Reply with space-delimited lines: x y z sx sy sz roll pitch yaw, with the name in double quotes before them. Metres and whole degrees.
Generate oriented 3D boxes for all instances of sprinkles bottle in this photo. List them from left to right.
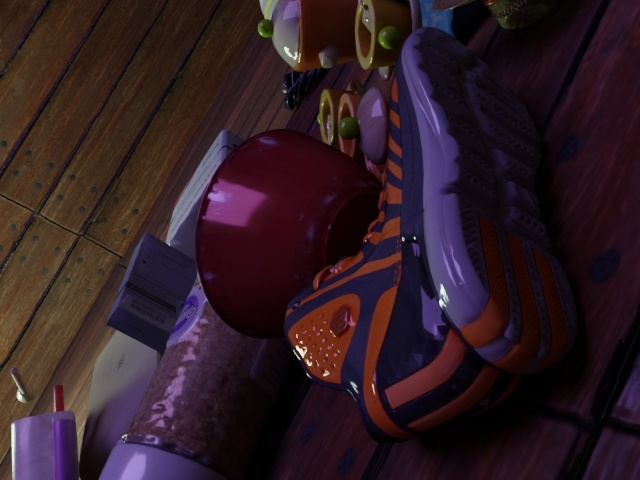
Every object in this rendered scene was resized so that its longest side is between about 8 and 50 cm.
"sprinkles bottle" -0.082 0.097 0.702 0.121 0.121 0.355 -34 29 53

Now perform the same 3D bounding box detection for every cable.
"cable" -0.020 -0.321 1.343 0.184 0.047 0.150 -41 25 43

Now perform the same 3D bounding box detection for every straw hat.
"straw hat" 0.171 -0.216 0.626 0.144 0.061 0.144 -35 22 16

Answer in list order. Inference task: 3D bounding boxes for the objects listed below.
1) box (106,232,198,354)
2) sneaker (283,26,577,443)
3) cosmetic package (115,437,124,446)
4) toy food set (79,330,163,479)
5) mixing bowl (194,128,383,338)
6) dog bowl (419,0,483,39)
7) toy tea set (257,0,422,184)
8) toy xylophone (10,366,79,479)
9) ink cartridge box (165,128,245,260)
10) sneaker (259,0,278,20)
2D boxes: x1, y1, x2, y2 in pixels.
"box" -0.199 0.081 1.004 0.038 0.145 0.186 -49 20 24
"sneaker" 0.053 -0.011 0.505 0.180 0.124 0.321 -44 23 36
"cosmetic package" -0.177 0.245 0.813 0.239 0.060 0.099 -40 23 46
"toy food set" -0.250 0.194 1.087 0.220 0.092 0.306 -51 27 22
"mixing bowl" 0.000 0.000 0.601 0.098 0.181 0.181 8 66 45
"dog bowl" 0.160 -0.299 0.771 0.297 0.074 0.166 -43 23 40
"toy tea set" 0.015 -0.160 0.739 0.336 0.124 0.200 -129 36 -70
"toy xylophone" -0.398 0.306 1.071 0.322 0.081 0.236 141 124 -65
"ink cartridge box" -0.167 -0.070 1.241 0.172 0.100 0.237 -55 17 13
"sneaker" 0.019 -0.534 1.508 0.384 0.145 0.147 -34 61 49
